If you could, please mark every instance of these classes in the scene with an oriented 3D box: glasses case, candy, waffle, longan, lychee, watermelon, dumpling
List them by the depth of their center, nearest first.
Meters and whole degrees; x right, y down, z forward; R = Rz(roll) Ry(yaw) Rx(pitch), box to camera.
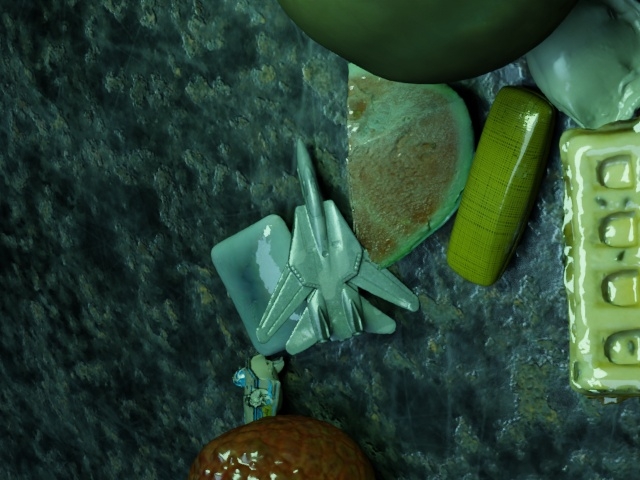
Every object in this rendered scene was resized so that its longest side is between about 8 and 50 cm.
[{"bbox_3d":[0.401,0.014,0.821,0.376,0.114,0.261,-3,76,24],"label":"waffle"},{"bbox_3d":[0.101,-0.329,0.873,0.361,0.361,0.361,13,113,33],"label":"longan"},{"bbox_3d":[0.271,-0.193,0.957,0.127,0.108,0.188,-29,72,15],"label":"dumpling"},{"bbox_3d":[0.203,-0.057,1.072,0.079,0.064,0.234,30,121,30],"label":"glasses case"},{"bbox_3d":[0.110,-0.094,1.120,0.146,0.128,0.231,-3,120,10],"label":"watermelon"},{"bbox_3d":[-0.044,0.355,1.301,0.255,0.300,0.255,-14,63,29],"label":"lychee"},{"bbox_3d":[-0.068,0.063,1.313,0.138,0.071,0.174,-27,89,36],"label":"candy"}]

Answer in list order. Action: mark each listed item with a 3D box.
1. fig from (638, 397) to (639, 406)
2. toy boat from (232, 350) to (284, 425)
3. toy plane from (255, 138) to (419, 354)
[{"bbox_3d":[0.374,0.119,0.991,0.124,0.124,0.236,40,142,20],"label":"fig"},{"bbox_3d":[-0.088,0.257,1.406,0.084,0.066,0.210,-124,31,-52],"label":"toy boat"},{"bbox_3d":[-0.001,0.003,1.233,0.088,0.212,0.267,105,152,-75],"label":"toy plane"}]
